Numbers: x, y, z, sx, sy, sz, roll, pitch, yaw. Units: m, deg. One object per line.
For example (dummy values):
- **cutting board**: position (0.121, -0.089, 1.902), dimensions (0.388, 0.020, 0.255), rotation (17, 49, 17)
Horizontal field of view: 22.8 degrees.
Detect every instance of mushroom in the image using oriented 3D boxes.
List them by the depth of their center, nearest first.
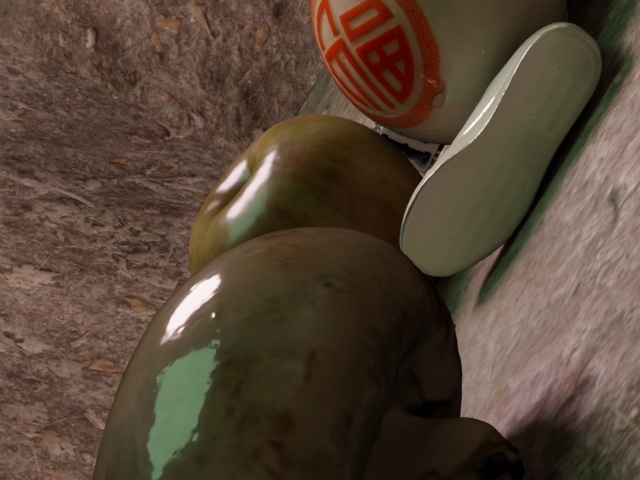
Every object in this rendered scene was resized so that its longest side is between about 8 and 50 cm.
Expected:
- **mushroom**: position (0.010, 0.174, 1.074), dimensions (0.362, 0.295, 0.362), rotation (12, -90, -72)

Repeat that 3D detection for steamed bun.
- **steamed bun**: position (0.099, -0.219, 1.564), dimensions (0.177, 0.283, 0.283), rotation (-31, -11, -32)

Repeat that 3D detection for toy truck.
- **toy truck**: position (0.117, -0.165, 2.006), dimensions (0.242, 0.101, 0.125), rotation (-76, 10, -70)

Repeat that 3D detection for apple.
- **apple**: position (0.000, 0.000, 1.657), dimensions (0.257, 0.234, 0.257), rotation (-48, 21, 25)

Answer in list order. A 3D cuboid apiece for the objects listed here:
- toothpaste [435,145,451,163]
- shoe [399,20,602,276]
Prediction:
- **toothpaste**: position (0.137, -0.068, 1.781), dimensions (0.205, 0.036, 0.056), rotation (120, 174, -51)
- **shoe**: position (0.168, -0.087, 1.438), dimensions (0.265, 0.095, 0.110), rotation (-54, 5, 23)
